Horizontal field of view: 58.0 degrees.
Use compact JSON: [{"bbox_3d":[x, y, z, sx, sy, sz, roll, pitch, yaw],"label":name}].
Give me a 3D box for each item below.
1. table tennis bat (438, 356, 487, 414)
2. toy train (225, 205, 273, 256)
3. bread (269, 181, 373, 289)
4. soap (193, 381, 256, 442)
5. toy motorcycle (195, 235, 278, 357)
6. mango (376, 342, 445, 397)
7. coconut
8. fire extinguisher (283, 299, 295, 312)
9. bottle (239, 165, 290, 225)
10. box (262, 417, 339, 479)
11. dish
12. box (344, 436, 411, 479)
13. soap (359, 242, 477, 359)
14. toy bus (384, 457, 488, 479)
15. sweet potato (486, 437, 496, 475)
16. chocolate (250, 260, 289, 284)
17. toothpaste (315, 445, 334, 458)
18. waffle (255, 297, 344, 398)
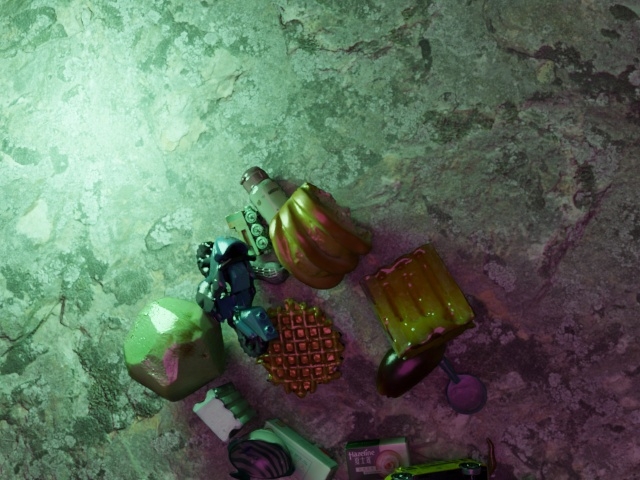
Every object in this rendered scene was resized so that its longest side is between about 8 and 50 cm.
[{"bbox_3d":[0.433,0.449,1.802,0.124,0.033,0.201,-37,87,4],"label":"table tennis bat"},{"bbox_3d":[-0.230,-0.023,1.913,0.118,0.074,0.176,-23,89,17],"label":"toy train"},{"bbox_3d":[0.000,0.000,1.759,0.316,0.211,0.270,41,91,-24],"label":"bread"},{"bbox_3d":[-0.294,0.532,1.805,0.094,0.261,0.150,-41,81,-4],"label":"soap"},{"bbox_3d":[-0.261,0.154,1.789,0.232,0.172,0.416,-47,66,43],"label":"toy motorcycle"},{"bbox_3d":[0.275,0.376,1.791,0.267,0.111,0.133,-41,62,-2],"label":"mango"},{"bbox_3d":[-0.445,0.348,1.829,0.328,0.281,0.328,3,53,-4],"label":"coconut"},{"bbox_3d":[-0.108,0.230,1.904,0.028,0.022,0.083,27,92,-29],"label":"fire extinguisher"},{"bbox_3d":[-0.168,-0.137,1.884,0.110,0.110,0.233,-39,81,6],"label":"bottle"},{"bbox_3d":[-0.086,0.689,1.819,0.269,0.079,0.135,28,92,25],"label":"box"},{"bbox_3d":[-0.185,0.647,1.762,0.224,0.078,0.246,32,123,-14],"label":"dish"},{"bbox_3d":[0.182,0.698,1.808,0.199,0.081,0.135,-9,86,7],"label":"box"},{"bbox_3d":[0.290,0.187,1.742,0.259,0.143,0.281,-27,66,2],"label":"soap"},{"bbox_3d":[0.324,0.731,1.690,0.331,0.151,0.145,0,87,-18],"label":"toy bus"},{"bbox_3d":[0.528,0.666,1.780,0.026,0.026,0.115,-3,85,9],"label":"sweet potato"},{"bbox_3d":[-0.184,0.103,1.895,0.167,0.072,0.072,9,89,9],"label":"chocolate"},{"bbox_3d":[-0.038,0.753,1.857,0.070,0.044,0.193,31,93,25],"label":"toothpaste"},{"bbox_3d":[-0.079,0.347,1.861,0.329,0.062,0.329,1,95,7],"label":"waffle"}]
